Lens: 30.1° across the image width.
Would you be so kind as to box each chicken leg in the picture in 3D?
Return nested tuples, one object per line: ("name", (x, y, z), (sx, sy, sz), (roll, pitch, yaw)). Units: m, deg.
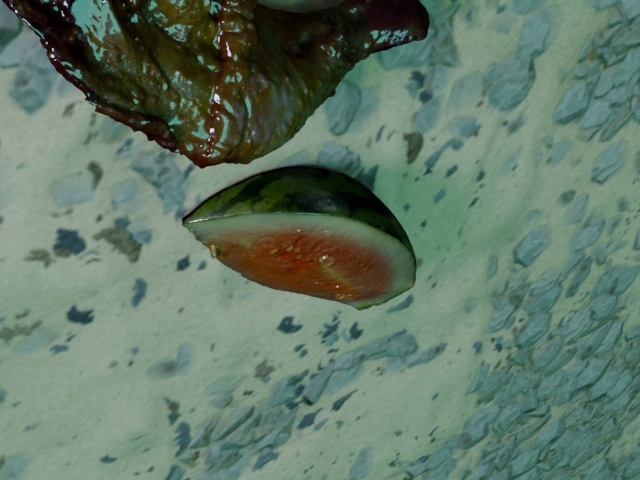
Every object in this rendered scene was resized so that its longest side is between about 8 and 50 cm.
("chicken leg", (-0.058, -0.136, 0.732), (0.322, 0.083, 0.177), (24, 94, -48))

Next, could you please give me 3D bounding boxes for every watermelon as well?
("watermelon", (0.001, 0.005, 0.942), (0.119, 0.063, 0.245), (-39, 146, 18))
